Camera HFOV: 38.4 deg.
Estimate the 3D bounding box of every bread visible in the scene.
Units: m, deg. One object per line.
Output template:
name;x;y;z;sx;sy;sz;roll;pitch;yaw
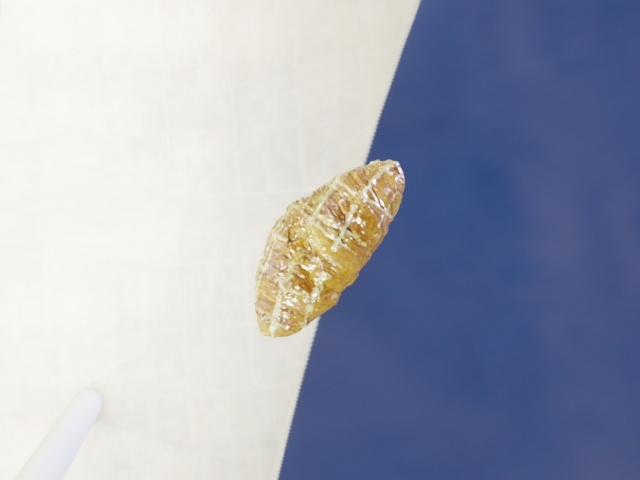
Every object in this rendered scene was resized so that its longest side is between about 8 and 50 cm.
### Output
bread;0.000;0.000;0.957;0.105;0.076;0.233;39;-91;22
